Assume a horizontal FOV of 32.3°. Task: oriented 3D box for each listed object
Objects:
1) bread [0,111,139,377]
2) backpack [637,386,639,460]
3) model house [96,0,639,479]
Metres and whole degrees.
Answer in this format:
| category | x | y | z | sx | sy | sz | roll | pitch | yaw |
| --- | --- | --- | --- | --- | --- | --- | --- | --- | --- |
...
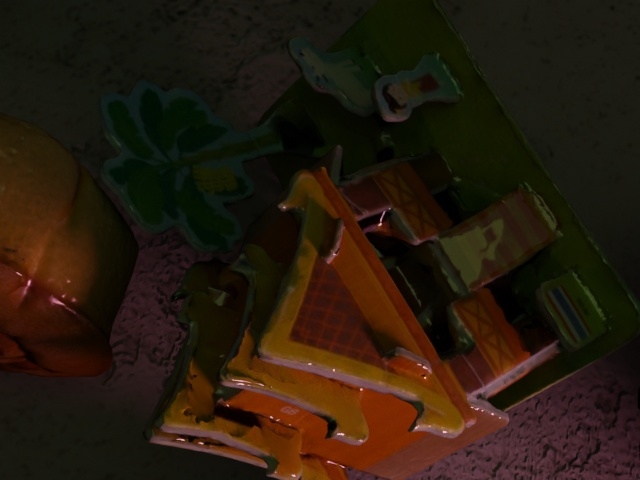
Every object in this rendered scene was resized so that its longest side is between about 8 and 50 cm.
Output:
| category | x | y | z | sx | sy | sz | roll | pitch | yaw |
| --- | --- | --- | --- | --- | --- | --- | --- | --- | --- |
| bread | -0.267 | 0.009 | 0.815 | 0.270 | 0.270 | 0.148 | 20 | 65 | -1 |
| backpack | 0.415 | 0.108 | 0.839 | 0.446 | 0.255 | 0.363 | 30 | 68 | -33 |
| model house | 0.000 | 0.000 | 0.788 | 0.313 | 0.242 | 0.357 | -18 | 76 | -51 |
